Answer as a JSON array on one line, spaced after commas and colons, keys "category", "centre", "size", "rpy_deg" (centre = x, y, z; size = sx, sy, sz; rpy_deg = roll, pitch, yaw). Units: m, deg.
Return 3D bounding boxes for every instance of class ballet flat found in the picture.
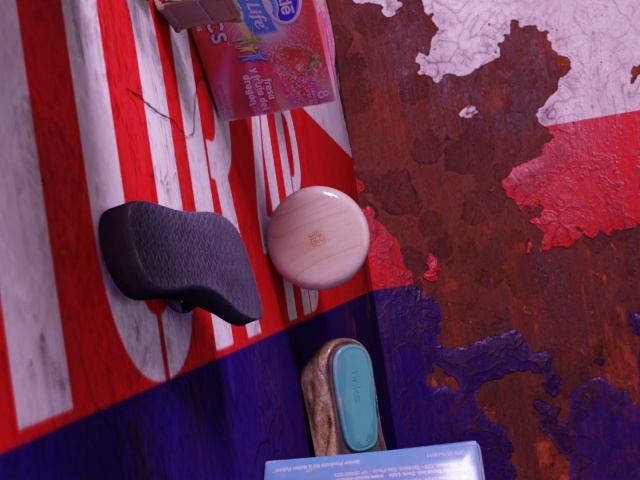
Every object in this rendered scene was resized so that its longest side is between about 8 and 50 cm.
[{"category": "ballet flat", "centre": [0.037, 0.316, 1.262], "size": [0.123, 0.123, 0.348], "rpy_deg": [42, 40, -77]}]

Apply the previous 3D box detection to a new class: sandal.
[{"category": "sandal", "centre": [-0.116, 0.019, 0.736], "size": [0.254, 0.054, 0.097], "rpy_deg": [32, 41, -67]}]

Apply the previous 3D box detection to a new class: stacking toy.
[{"category": "stacking toy", "centre": [0.000, 0.000, 1.334], "size": [0.330, 0.141, 0.141], "rpy_deg": [40, 41, -88]}]

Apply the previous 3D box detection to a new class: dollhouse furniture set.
[{"category": "dollhouse furniture set", "centre": [-0.128, -0.253, 0.821], "size": [0.152, 0.076, 0.058], "rpy_deg": [45, 38, -75]}]

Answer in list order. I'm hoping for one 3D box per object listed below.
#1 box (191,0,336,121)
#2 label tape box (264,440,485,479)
[{"category": "box", "centre": [-0.079, -0.305, 0.987], "size": [0.154, 0.142, 0.300], "rpy_deg": [-90, 168, -51]}, {"category": "label tape box", "centre": [0.063, 0.378, 0.880], "size": [0.334, 0.240, 0.106], "rpy_deg": [-89, 169, -46]}]
